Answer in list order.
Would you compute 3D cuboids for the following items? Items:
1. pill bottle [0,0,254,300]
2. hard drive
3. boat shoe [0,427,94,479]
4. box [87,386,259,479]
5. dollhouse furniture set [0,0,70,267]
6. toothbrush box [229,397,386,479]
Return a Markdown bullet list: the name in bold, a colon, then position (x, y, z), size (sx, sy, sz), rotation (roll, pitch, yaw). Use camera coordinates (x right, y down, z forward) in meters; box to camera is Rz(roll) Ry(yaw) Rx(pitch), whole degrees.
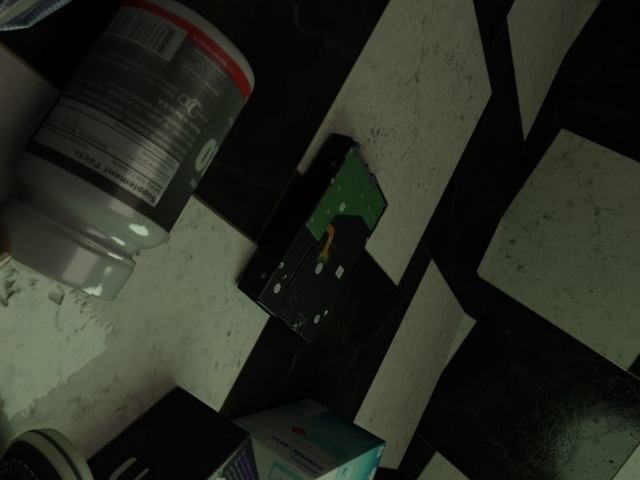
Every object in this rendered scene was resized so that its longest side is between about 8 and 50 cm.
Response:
- **pill bottle**: position (-0.203, -0.092, 0.568), size (0.283, 0.161, 0.161), rotation (-62, 148, -10)
- **hard drive**: position (0.000, 0.000, 1.032), size (0.338, 0.064, 0.237), rotation (-59, 148, -14)
- **boat shoe**: position (-0.385, 0.447, 0.596), size (0.156, 0.187, 0.500), rotation (13, 103, -65)
- **box**: position (-0.239, 0.374, 0.787), size (0.270, 0.165, 0.143), rotation (-39, 138, -40)
- **dollhouse furniture set**: position (-0.213, -0.124, 0.411), size (0.303, 0.286, 0.198), rotation (-44, 142, -17)
- **toothbrush box**: position (-0.036, 0.437, 1.093), size (0.296, 0.216, 0.126), rotation (9, 100, -57)
